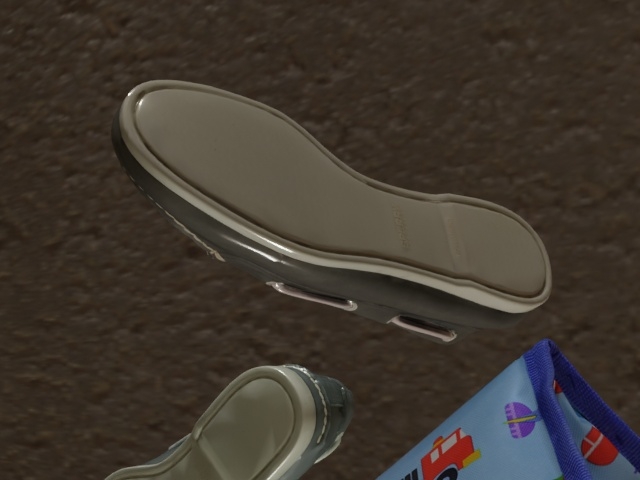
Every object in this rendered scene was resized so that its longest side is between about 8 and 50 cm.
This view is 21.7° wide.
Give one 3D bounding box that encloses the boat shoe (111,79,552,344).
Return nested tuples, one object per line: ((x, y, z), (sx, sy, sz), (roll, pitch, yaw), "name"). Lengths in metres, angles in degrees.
((0.000, 0.000, 1.062), (0.335, 0.095, 0.112), (20, 48, -32), "boat shoe")

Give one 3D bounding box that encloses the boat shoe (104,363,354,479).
((-0.093, 0.214, 1.414), (0.099, 0.319, 0.116), (-1, 53, -53), "boat shoe")

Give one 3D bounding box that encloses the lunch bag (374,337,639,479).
((0.048, 0.202, 0.577), (0.138, 0.293, 0.221), (43, 108, -11), "lunch bag")
